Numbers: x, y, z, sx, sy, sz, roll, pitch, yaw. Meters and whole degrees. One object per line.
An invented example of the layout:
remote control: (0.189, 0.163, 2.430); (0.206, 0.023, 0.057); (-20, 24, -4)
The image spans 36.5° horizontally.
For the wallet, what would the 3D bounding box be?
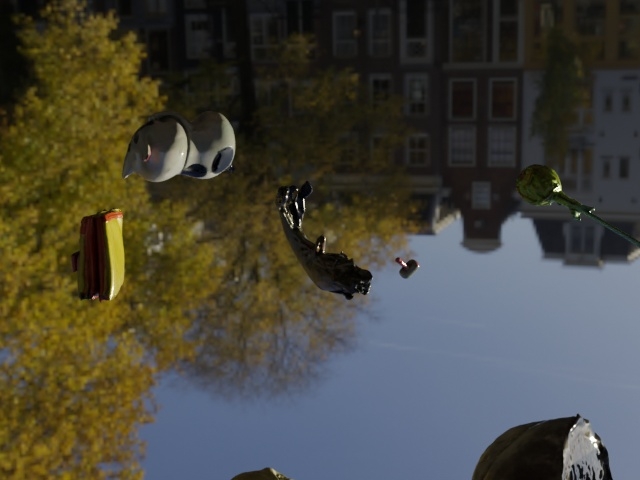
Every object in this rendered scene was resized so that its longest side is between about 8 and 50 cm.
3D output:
wallet: (-0.361, 0.019, 1.589); (0.067, 0.141, 0.241); (-1, -177, -7)

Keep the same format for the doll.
doll: (-0.224, -0.148, 1.543); (0.181, 0.106, 0.110); (-5, 158, -37)

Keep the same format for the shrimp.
shrimp: (0.000, 0.000, 1.178); (0.046, 0.152, 0.219); (-27, -161, -14)

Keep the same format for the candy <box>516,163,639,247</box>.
candy: (0.479, -0.056, 1.784); (0.262, 0.077, 0.073); (34, -172, 17)

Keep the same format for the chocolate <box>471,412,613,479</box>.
chocolate: (0.366, 0.454, 1.668); (0.213, 0.303, 0.303); (-7, -173, 31)

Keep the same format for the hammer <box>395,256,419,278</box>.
hammer: (0.201, 0.059, 2.321); (0.031, 0.052, 0.083); (44, -176, 40)

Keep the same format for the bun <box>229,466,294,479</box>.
bun: (-0.084, 0.515, 1.796); (0.231, 0.133, 0.231); (38, -160, -17)
